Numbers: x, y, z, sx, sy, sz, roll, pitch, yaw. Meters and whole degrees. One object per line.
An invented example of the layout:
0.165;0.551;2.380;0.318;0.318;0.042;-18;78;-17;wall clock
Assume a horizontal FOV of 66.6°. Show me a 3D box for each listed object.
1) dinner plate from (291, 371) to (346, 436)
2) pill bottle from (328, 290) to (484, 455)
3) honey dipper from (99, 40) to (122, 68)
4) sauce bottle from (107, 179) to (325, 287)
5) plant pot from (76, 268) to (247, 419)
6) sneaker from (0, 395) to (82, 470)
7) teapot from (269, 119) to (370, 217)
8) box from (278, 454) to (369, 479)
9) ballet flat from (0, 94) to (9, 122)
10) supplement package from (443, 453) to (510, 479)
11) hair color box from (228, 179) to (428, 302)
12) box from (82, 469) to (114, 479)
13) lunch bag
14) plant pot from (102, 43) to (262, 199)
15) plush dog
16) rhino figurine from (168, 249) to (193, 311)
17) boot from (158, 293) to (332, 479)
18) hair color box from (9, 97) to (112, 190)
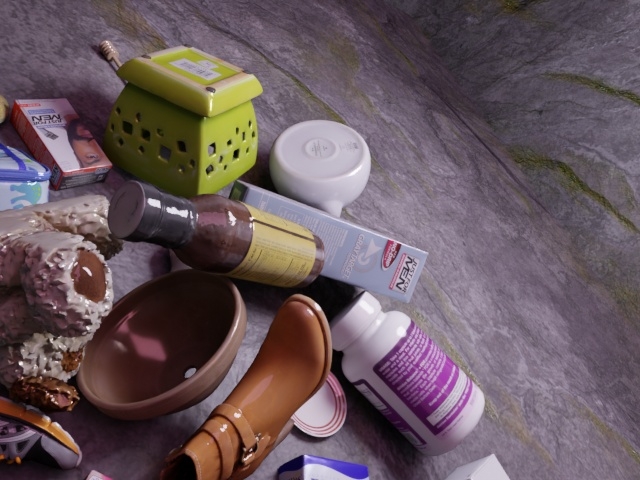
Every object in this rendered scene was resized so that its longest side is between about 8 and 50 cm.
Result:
-0.014;0.281;0.871;0.141;0.017;0.141;25;41;-24;dinner plate
0.149;0.244;0.931;0.301;0.169;0.169;46;37;1;pill bottle
-0.443;-0.381;1.097;0.160;0.030;0.030;53;38;7;honey dipper
-0.127;-0.004;0.687;0.344;0.111;0.111;22;39;-53;sauce bottle
-0.205;0.159;0.693;0.237;0.238;0.109;-80;156;-47;plant pot
-0.380;0.220;0.554;0.215;0.084;0.083;30;55;-14;sneaker
-0.004;-0.153;1.163;0.253;0.187;0.256;29;56;19;teapot
0.008;0.406;0.727;0.126;0.072;0.137;23;41;-26;box
-0.619;-0.205;0.697;0.123;0.123;0.348;50;37;8;ballet flat
0.307;0.505;0.881;0.105;0.105;0.179;-10;63;-46;supplement package
0.000;0.000;0.968;0.375;0.113;0.185;19;5;-19;hair color box
-0.249;0.384;0.470;0.128;0.122;0.256;35;38;-13;box
-0.473;-0.082;0.657;0.176;0.090;0.219;-2;19;-42;lunch bag
-0.252;-0.238;0.937;0.228;0.207;0.227;27;36;9;plant pot
-0.343;0.082;0.579;0.211;0.225;0.262;-5;23;-16;plush dog
-0.220;0.041;0.865;0.106;0.073;0.243;22;41;-31;rhino figurine
-0.103;0.217;0.647;0.109;0.283;0.220;35;25;23;boot
-0.459;-0.174;0.864;0.167;0.053;0.093;53;37;9;hair color box
